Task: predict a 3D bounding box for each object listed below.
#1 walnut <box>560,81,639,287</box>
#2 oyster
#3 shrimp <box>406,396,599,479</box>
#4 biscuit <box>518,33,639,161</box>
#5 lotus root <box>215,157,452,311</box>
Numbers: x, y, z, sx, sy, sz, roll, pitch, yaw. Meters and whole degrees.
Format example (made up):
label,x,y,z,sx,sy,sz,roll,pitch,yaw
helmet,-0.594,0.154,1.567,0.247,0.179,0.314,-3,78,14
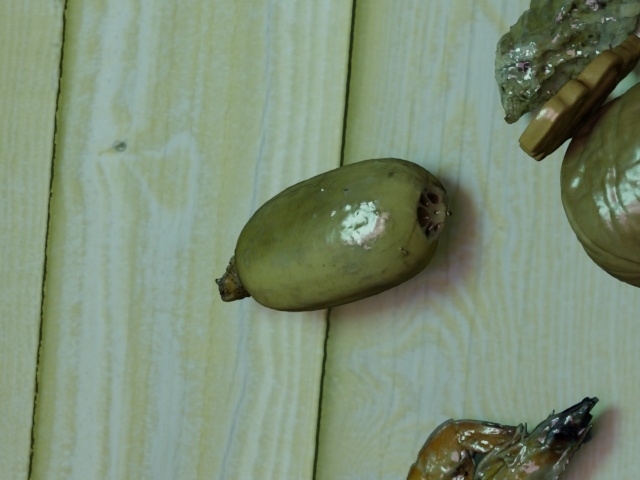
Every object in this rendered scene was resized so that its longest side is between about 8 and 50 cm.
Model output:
label,x,y,z,sx,sy,sz,roll,pitch,yaw
walnut,0.354,-0.061,1.530,0.228,0.228,0.228,0,90,35
oyster,0.270,-0.239,1.675,0.209,0.072,0.133,-33,75,28
shrimp,0.202,0.261,1.731,0.317,0.062,0.164,-49,62,27
biscuit,0.274,-0.146,1.568,0.040,0.236,0.144,36,122,12
lotus root,0.000,0.000,1.799,0.342,0.151,0.169,-17,38,32
